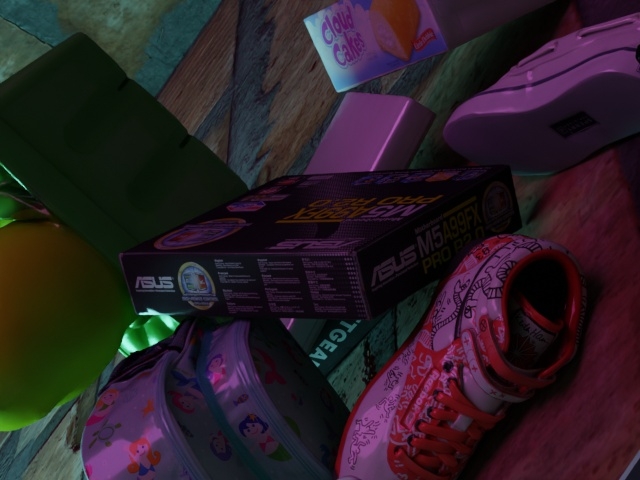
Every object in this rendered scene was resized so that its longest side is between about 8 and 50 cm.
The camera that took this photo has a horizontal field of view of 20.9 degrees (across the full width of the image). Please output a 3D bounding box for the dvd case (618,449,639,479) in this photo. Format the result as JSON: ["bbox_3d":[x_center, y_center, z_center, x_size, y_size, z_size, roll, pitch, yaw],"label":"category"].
[{"bbox_3d":[0.247,0.117,0.981,0.238,0.029,0.179,-57,17,10],"label":"dvd case"}]

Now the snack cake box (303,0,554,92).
[{"bbox_3d":[0.110,-0.229,1.699,0.152,0.089,0.264,-27,6,-22],"label":"snack cake box"}]

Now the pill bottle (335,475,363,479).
[{"bbox_3d":[0.080,0.214,1.017,0.108,0.193,0.108,-51,20,27],"label":"pill bottle"}]

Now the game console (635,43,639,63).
[{"bbox_3d":[0.279,-0.123,1.084,0.144,0.124,0.085,-106,21,-62],"label":"game console"}]

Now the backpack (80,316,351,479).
[{"bbox_3d":[-0.076,0.181,1.416,0.191,0.225,0.253,-34,8,20],"label":"backpack"}]

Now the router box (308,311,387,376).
[{"bbox_3d":[0.020,0.051,1.697,0.179,0.046,0.133,-49,21,33],"label":"router box"}]

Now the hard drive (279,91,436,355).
[{"bbox_3d":[-0.005,0.000,1.695,0.307,0.040,0.203,-61,17,-2],"label":"hard drive"}]

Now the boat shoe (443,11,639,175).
[{"bbox_3d":[0.201,-0.119,1.409,0.258,0.095,0.084,-13,45,54],"label":"boat shoe"}]

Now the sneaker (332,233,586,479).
[{"bbox_3d":[0.102,0.114,1.290,0.270,0.090,0.145,-61,15,-10],"label":"sneaker"}]

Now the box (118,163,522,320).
[{"bbox_3d":[0.000,0.000,1.461,0.270,0.060,0.216,-1,19,43],"label":"box"}]

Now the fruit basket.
[{"bbox_3d":[-0.248,0.036,1.644,0.392,0.392,0.283,-66,18,-17],"label":"fruit basket"}]
